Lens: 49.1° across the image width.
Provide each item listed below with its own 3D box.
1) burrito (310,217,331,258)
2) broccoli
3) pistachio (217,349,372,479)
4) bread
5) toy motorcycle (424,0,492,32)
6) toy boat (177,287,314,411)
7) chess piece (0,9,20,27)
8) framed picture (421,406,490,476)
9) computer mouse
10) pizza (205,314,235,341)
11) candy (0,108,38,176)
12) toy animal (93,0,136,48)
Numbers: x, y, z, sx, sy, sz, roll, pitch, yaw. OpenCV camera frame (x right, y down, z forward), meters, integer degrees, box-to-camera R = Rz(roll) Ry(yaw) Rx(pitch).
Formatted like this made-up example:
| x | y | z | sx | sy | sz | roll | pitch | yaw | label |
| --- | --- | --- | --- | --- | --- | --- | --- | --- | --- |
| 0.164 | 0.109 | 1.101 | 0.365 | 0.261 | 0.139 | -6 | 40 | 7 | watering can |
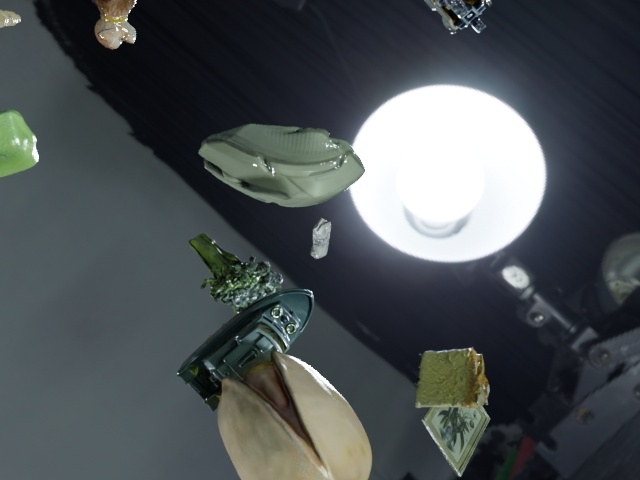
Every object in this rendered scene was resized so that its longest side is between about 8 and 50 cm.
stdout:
| x | y | z | sx | sy | sz | roll | pitch | yaw | label |
| --- | --- | --- | --- | --- | --- | --- | --- | --- | --- |
| 0.000 | 0.001 | 2.357 | 0.064 | 0.064 | 0.203 | -49 | 164 | -28 | burrito |
| -0.226 | 0.066 | 1.702 | 0.145 | 0.304 | 0.165 | -50 | 139 | -4 | broccoli |
| -0.045 | 0.330 | 1.177 | 0.230 | 0.309 | 0.230 | -25 | 143 | -20 | pistachio |
| 0.271 | 0.298 | 1.447 | 0.147 | 0.127 | 0.152 | -5 | -175 | 17 | bread |
| 0.220 | -0.417 | 1.170 | 0.094 | 0.130 | 0.229 | -42 | 169 | 22 | toy motorcycle |
| -0.130 | 0.194 | 1.333 | 0.296 | 0.114 | 0.122 | -39 | -162 | 3 | toy boat |
| -0.628 | -0.446 | 1.404 | 0.035 | 0.035 | 0.092 | -51 | -171 | 16 | chess piece |
| 0.340 | 0.443 | 1.737 | 0.010 | 0.173 | 0.231 | -28 | -171 | 40 | framed picture |
| -0.101 | -0.176 | 1.791 | 0.228 | 0.429 | 0.145 | 84 | 13 | -63 | computer mouse |
| -0.208 | 0.246 | 1.763 | 0.036 | 0.185 | 0.176 | 22 | 102 | -46 | pizza |
| -0.812 | -0.186 | 1.565 | 0.343 | 0.132 | 0.142 | -17 | 176 | -6 | candy |
| -0.516 | -0.544 | 1.635 | 0.184 | 0.104 | 0.185 | -3 | 132 | -37 | toy animal |
